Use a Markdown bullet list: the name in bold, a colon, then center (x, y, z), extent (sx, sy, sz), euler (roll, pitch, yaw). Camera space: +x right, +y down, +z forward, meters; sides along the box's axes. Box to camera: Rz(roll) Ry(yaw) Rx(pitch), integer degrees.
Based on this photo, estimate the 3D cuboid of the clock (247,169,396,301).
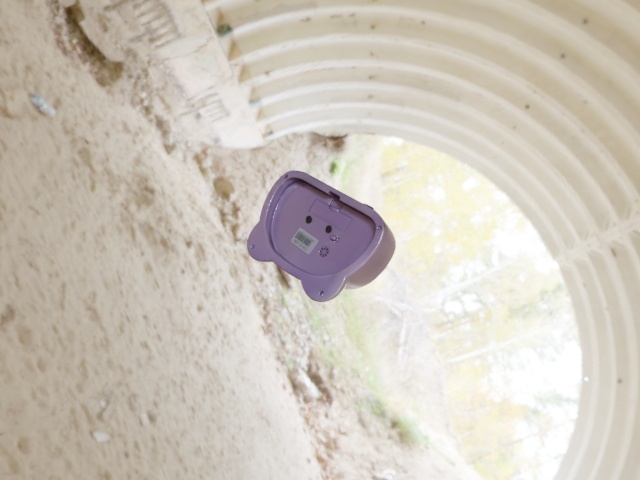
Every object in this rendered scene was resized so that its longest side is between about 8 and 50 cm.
- **clock**: center (0.000, 0.000, 0.675), extent (0.152, 0.110, 0.050), euler (32, -3, 35)
